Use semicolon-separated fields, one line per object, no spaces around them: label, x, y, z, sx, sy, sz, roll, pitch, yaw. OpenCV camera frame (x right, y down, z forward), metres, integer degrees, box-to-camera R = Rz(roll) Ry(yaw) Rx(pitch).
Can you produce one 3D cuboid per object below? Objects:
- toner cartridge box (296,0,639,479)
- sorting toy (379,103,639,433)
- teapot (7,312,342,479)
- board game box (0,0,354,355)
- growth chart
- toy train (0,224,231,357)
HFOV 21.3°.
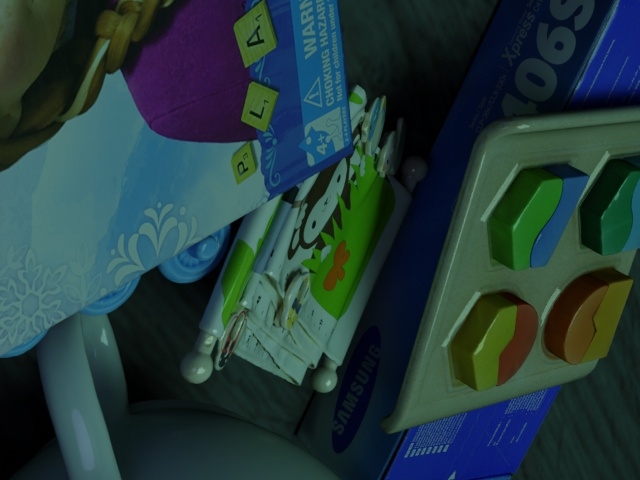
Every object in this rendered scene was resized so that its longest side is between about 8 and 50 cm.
toner cartridge box;0.125;-0.007;1.060;0.165;0.075;0.347;4;117;-51
sorting toy;0.134;0.017;0.988;0.193;0.038;0.208;-9;126;-46
teapot;-0.082;0.169;0.875;0.253;0.187;0.256;20;124;-29
board game box;-0.120;-0.123;0.538;0.318;0.066;0.318;-33;125;-43
growth chart;0.000;0.000;0.887;0.172;0.021;0.237;-68;162;-2
toy train;-0.112;-0.023;0.754;0.184;0.080;0.105;-23;127;-37
